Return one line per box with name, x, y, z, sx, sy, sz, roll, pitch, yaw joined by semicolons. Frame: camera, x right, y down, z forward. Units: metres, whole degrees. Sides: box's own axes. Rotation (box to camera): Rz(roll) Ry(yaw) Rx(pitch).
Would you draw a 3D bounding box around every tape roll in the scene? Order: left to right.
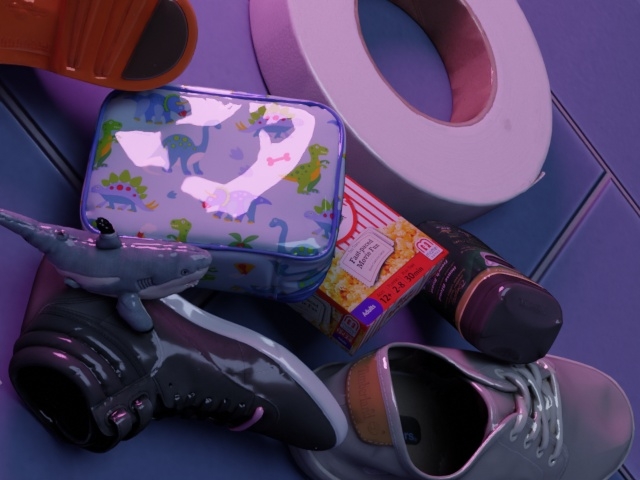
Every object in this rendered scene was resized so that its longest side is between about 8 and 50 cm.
tape roll;0.098;-0.202;1.432;0.392;0.072;0.392;20;56;-33

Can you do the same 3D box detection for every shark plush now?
shark plush;-0.166;0.000;0.990;0.161;0.067;0.073;29;47;-11

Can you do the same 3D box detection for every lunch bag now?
lunch bag;-0.087;-0.046;1.117;0.219;0.090;0.176;6;60;-3

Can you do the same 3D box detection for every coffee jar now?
coffee jar;0.153;0.050;1.273;0.096;0.079;0.184;20;12;-28

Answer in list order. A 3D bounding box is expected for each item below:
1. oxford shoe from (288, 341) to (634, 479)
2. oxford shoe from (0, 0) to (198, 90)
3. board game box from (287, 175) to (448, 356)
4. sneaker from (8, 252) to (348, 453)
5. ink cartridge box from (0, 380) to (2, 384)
oxford shoe;0.171;0.174;1.261;0.449;0.130;0.169;8;62;-40
oxford shoe;-0.289;-0.207;1.085;0.364;0.133;0.130;17;99;-20
board game box;0.000;0.000;1.208;0.193;0.045;0.147;37;43;13
sneaker;-0.120;0.128;1.050;0.296;0.104;0.147;33;51;-14
ink cartridge box;-0.333;0.053;0.940;0.207;0.046;0.097;53;44;-6
